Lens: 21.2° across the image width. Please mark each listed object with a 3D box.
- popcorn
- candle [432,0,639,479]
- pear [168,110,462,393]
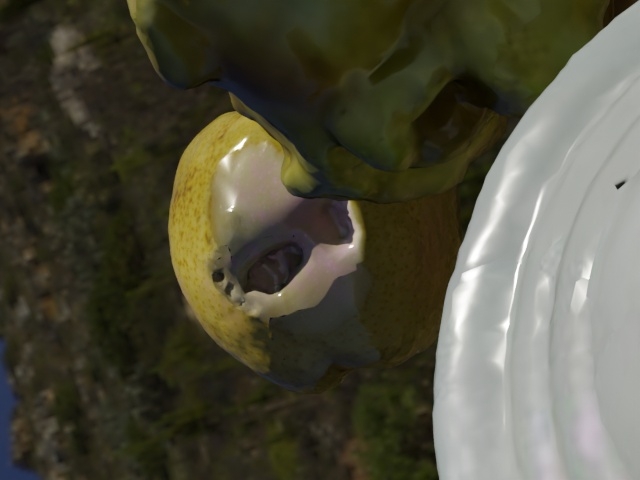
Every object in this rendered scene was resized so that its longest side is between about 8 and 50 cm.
[{"bbox_3d":[0.031,-0.119,0.643,0.200,0.203,0.226,-86,-22,-54],"label":"popcorn"},{"bbox_3d":[0.156,0.048,0.403,0.342,0.221,0.221,39,-144,-57],"label":"candle"},{"bbox_3d":[0.000,0.000,0.969,0.178,0.178,0.178,52,-153,-40],"label":"pear"}]
